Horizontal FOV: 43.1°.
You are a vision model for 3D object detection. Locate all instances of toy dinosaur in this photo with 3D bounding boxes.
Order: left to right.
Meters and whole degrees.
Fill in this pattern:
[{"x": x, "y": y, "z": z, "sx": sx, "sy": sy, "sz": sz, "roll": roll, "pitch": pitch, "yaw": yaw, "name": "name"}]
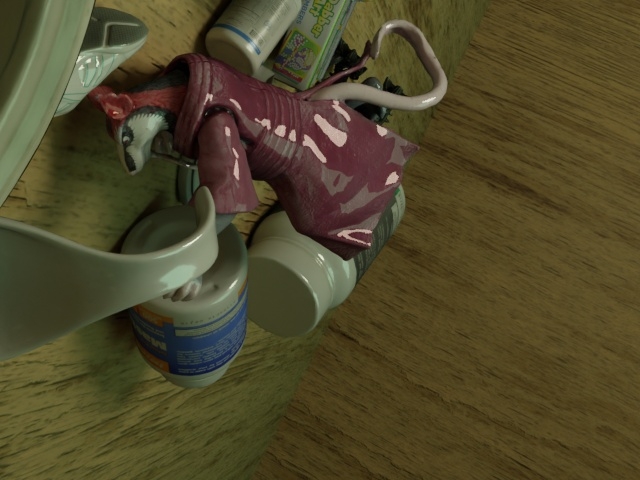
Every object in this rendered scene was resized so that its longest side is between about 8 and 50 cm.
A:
[{"x": 0.015, "y": -0.205, "z": 1.346, "sx": 0.218, "sy": 0.164, "sz": 0.322, "roll": -50, "pitch": -172, "yaw": 7, "name": "toy dinosaur"}]

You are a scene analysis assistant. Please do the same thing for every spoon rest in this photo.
[{"x": -0.206, "y": 0.023, "z": 0.635, "sx": 0.276, "sy": 0.084, "sz": 0.137, "roll": -16, "pitch": 124, "yaw": -21, "name": "spoon rest"}]

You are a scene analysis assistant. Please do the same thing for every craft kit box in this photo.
[{"x": 0.020, "y": -0.327, "z": 1.065, "sx": 0.246, "sy": 0.061, "sz": 0.249, "roll": -81, "pitch": -165, "yaw": -74, "name": "craft kit box"}]

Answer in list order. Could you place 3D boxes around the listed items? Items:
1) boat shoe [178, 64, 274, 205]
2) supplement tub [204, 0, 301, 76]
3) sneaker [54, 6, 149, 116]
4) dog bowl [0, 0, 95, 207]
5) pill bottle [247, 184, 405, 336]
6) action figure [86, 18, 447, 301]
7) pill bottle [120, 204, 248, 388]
[{"x": -0.117, "y": -0.122, "z": 1.005, "sx": 0.083, "sy": 0.076, "sz": 0.226, "roll": -47, "pitch": 161, "yaw": -52, "name": "boat shoe"}, {"x": -0.076, "y": -0.246, "z": 0.922, "sx": 0.107, "sy": 0.071, "sz": 0.071, "roll": -59, "pitch": 168, "yaw": -22, "name": "supplement tub"}, {"x": -0.203, "y": -0.143, "z": 0.665, "sx": 0.152, "sy": 0.054, "sz": 0.061, "roll": -45, "pitch": 169, "yaw": -40, "name": "sneaker"}, {"x": -0.251, "y": -0.109, "z": 0.266, "sx": 0.408, "sy": 0.150, "sz": 0.408, "roll": -58, "pitch": 168, "yaw": -20, "name": "dog bowl"}, {"x": 0.000, "y": 0.000, "z": 1.474, "sx": 0.361, "sy": 0.204, "sz": 0.204, "roll": -52, "pitch": 164, "yaw": -46, "name": "pill bottle"}, {"x": -0.052, "y": -0.104, "z": 0.804, "sx": 0.370, "sy": 0.248, "sz": 0.276, "roll": 12, "pitch": 132, "yaw": -47, "name": "action figure"}, {"x": -0.171, "y": 0.089, "z": 1.053, "sx": 0.152, "sy": 0.152, "sz": 0.272, "roll": -56, "pitch": 166, "yaw": -32, "name": "pill bottle"}]
